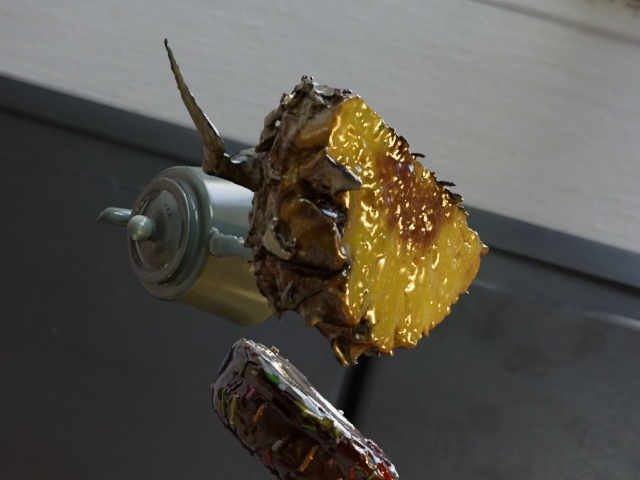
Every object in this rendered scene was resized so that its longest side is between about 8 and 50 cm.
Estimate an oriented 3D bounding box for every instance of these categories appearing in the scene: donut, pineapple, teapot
[{"bbox_3d":[-0.025,0.206,1.441,0.096,0.230,0.216,-47,169,0],"label":"donut"},{"bbox_3d":[-0.005,-0.001,0.987,0.161,0.158,0.334,-69,156,-9],"label":"pineapple"},{"bbox_3d":[-0.114,-0.004,1.277,0.239,0.149,0.162,15,-87,49],"label":"teapot"}]
